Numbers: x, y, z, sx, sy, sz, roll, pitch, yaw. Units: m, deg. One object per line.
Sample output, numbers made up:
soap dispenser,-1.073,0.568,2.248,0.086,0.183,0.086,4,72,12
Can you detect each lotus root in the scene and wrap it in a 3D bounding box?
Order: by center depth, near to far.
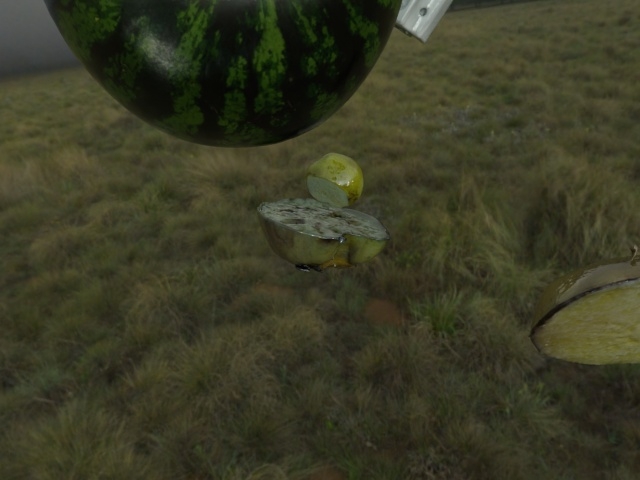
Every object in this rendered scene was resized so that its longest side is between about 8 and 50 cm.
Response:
lotus root,0.000,-0.001,0.687,0.183,0.078,0.203,11,14,1

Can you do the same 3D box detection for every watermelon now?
watermelon,-0.071,-0.197,0.371,0.268,0.269,0.269,-9,23,4

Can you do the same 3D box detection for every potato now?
potato,0.446,0.083,0.721,0.298,0.239,0.116,5,53,-12

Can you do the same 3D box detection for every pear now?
pear,0.040,-0.150,1.174,0.141,0.141,0.104,12,57,41

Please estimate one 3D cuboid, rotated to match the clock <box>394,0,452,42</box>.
clock,0.142,-0.530,0.893,0.262,0.231,0.116,36,26,5
